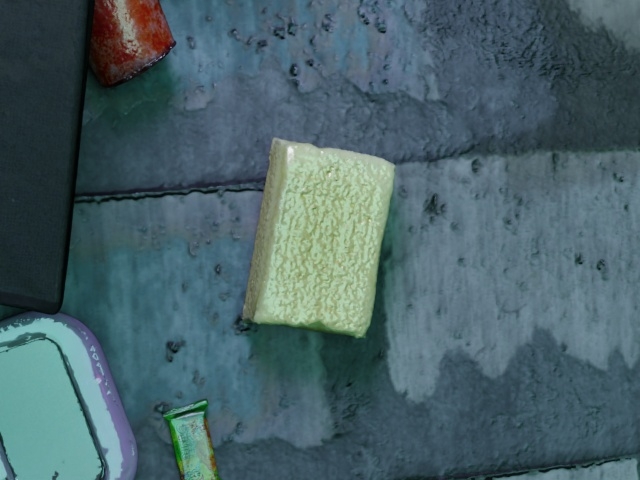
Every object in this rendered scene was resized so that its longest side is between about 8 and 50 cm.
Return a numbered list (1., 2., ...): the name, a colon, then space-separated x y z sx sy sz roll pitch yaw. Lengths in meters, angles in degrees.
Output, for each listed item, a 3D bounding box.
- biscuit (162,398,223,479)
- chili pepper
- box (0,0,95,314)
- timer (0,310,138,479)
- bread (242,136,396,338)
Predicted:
1. biscuit: -0.125 0.206 1.159 0.046 0.016 0.089 -12 92 -14
2. chili pepper: -0.207 -0.245 1.111 0.086 0.084 0.192 -28 101 -29
3. box: -0.321 -0.144 0.971 0.251 0.204 0.345 6 107 -13
4. timer: -0.279 0.177 1.094 0.190 0.069 0.209 -20 93 -14
5. bread: 0.000 -0.001 1.167 0.125 0.068 0.188 10 86 -14
